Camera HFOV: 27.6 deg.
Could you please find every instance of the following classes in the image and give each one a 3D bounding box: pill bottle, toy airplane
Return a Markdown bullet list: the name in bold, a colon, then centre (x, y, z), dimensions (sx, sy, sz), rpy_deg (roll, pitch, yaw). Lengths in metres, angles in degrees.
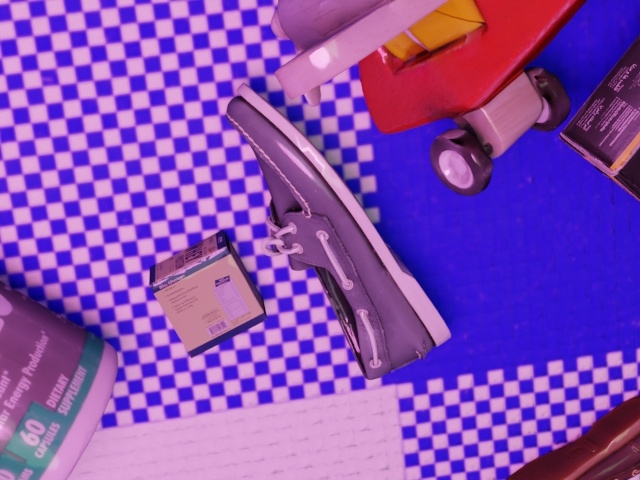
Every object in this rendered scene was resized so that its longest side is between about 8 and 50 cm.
- **pill bottle**: centre (-0.377, 0.095, 1.132), dimensions (0.361, 0.204, 0.204), rpy_deg (31, 100, -15)
- **toy airplane**: centre (0.136, -0.242, 1.014), dimensions (0.384, 0.386, 0.272), rpy_deg (-44, 82, 12)

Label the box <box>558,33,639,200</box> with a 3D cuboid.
- **box**: centre (0.392, -0.153, 1.159), dimensions (0.322, 0.079, 0.257), rpy_deg (-52, 140, 8)

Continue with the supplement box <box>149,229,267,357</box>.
- **supplement box**: centre (-0.107, 0.050, 1.230), dimensions (0.083, 0.056, 0.083), rpy_deg (-27, 108, 1)

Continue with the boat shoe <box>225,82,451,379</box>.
- **boat shoe**: centre (0.000, 0.000, 1.199), dimensions (0.099, 0.116, 0.319), rpy_deg (-37, 113, 1)

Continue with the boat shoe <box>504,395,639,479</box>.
- **boat shoe**: centre (0.271, 0.242, 1.326), dimensions (0.207, 0.073, 0.073), rpy_deg (-31, 106, 3)
